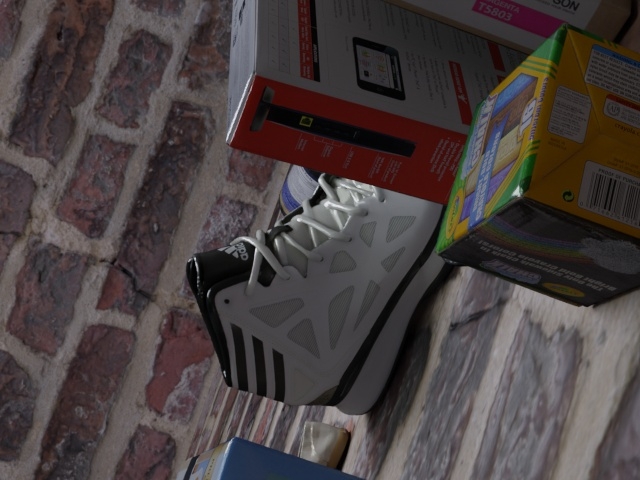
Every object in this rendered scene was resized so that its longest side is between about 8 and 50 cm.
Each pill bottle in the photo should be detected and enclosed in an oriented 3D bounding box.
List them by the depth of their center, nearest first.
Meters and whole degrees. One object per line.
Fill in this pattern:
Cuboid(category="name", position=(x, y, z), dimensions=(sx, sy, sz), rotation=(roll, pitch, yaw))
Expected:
Cuboid(category="pill bottle", position=(0.011, -0.123, 2.169), dimensions=(0.219, 0.123, 0.122), rotation=(120, 167, -48))

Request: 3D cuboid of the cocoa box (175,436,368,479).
Cuboid(category="cocoa box", position=(-0.037, 0.359, 0.944), dimensions=(0.228, 0.232, 0.347), rotation=(134, 154, -69))

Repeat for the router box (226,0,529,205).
Cuboid(category="router box", position=(0.065, -0.177, 1.174), dimensions=(0.335, 0.301, 0.082), rotation=(-92, 22, -51))

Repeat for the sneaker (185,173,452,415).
Cuboid(category="sneaker", position=(0.000, 0.001, 1.353), dimensions=(0.169, 0.258, 0.447), rotation=(51, 127, 55))

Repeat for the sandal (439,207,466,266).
Cuboid(category="sandal", position=(0.166, 0.002, 1.185), dimensions=(0.179, 0.040, 0.067), rotation=(-151, 75, -67))

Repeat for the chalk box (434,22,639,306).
Cuboid(category="chalk box", position=(0.175, -0.040, 0.867), dimensions=(0.213, 0.132, 0.132), rotation=(139, 149, -71))

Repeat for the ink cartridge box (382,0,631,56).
Cuboid(category="ink cartridge box", position=(0.168, -0.277, 1.113), dimensions=(0.088, 0.235, 0.193), rotation=(118, 168, -48))

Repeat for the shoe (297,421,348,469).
Cuboid(category="shoe", position=(-0.028, 0.336, 1.550), dimensions=(0.076, 0.058, 0.219), rotation=(-133, 63, -81))
